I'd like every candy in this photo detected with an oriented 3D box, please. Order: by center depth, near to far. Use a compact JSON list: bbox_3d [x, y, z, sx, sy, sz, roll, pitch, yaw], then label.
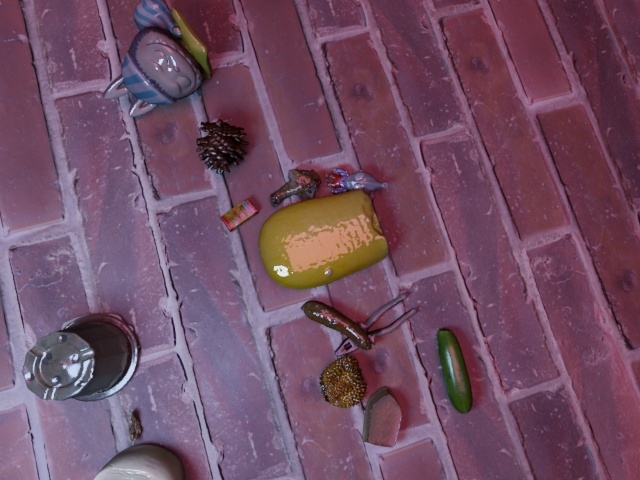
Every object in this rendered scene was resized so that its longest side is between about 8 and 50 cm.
[{"bbox_3d":[-0.288,-0.089,1.495,0.122,0.038,0.062,-36,85,-10],"label":"candy"}]

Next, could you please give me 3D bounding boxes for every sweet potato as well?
[{"bbox_3d":[0.060,0.279,1.427,0.274,0.075,0.075,29,79,11],"label":"sweet potato"}]

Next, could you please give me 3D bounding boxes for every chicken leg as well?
[{"bbox_3d":[-0.094,-0.195,1.510,0.197,0.080,0.124,-12,68,3],"label":"chicken leg"}]

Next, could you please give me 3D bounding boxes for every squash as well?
[{"bbox_3d":[0.460,0.446,1.446,0.082,0.082,0.292,-10,81,-7],"label":"squash"}]

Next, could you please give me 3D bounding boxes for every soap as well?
[{"bbox_3d":[0.000,0.000,1.468,0.428,0.115,0.305,-16,86,-7],"label":"soap"}]

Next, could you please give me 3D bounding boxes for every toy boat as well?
[{"bbox_3d":[0.210,0.589,1.408,0.116,0.061,0.188,11,79,-3],"label":"toy boat"}]

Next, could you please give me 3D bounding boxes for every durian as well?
[{"bbox_3d":[0.077,0.470,1.385,0.168,0.136,0.158,-31,63,-18],"label":"durian"}]

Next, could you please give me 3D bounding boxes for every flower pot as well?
[{"bbox_3d":[-0.729,0.360,1.266,0.291,0.259,0.289,1,82,-5],"label":"flower pot"}]

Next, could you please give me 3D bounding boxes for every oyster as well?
[{"bbox_3d":[-0.587,0.589,1.336,0.038,0.080,0.083,2,114,-27],"label":"oyster"}]

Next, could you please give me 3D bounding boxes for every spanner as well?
[{"bbox_3d":[0.188,0.305,1.468,0.325,0.040,0.095,-32,84,-11],"label":"spanner"}]

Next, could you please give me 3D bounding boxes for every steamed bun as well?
[{"bbox_3d":[-0.532,0.708,1.251,0.251,0.200,0.154,11,78,-6],"label":"steamed bun"}]

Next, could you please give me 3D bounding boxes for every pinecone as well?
[{"bbox_3d":[-0.344,-0.329,1.476,0.180,0.150,0.195,6,80,-4],"label":"pinecone"}]

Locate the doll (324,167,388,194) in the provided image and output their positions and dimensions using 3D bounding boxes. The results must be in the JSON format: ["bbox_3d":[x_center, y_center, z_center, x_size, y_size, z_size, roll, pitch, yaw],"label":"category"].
[{"bbox_3d":[0.131,-0.211,1.539,0.228,0.075,0.102,9,96,7],"label":"doll"}]

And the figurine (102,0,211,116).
[{"bbox_3d":[-0.611,-0.630,1.455,0.378,0.266,0.361,-36,79,-10],"label":"figurine"}]
